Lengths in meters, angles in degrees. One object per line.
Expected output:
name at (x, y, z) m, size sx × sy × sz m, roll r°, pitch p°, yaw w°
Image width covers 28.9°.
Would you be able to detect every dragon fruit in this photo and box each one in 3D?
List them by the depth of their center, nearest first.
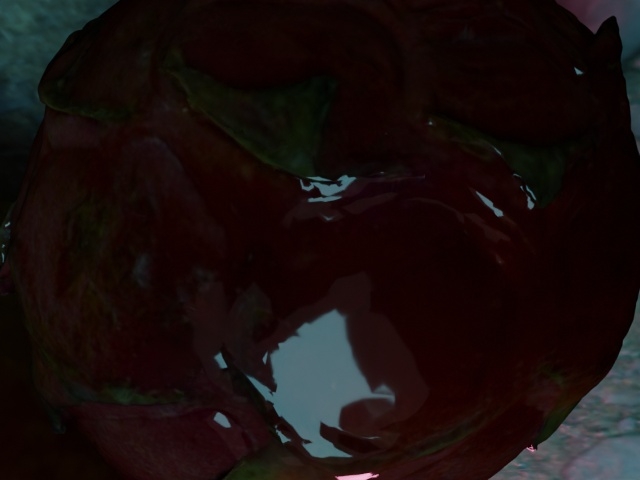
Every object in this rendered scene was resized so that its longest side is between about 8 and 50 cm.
dragon fruit at (0.001, -0.006, 0.469) m, size 0.252 × 0.241 × 0.241 m, roll -40°, pitch 124°, yaw 6°

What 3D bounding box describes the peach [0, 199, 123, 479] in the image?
peach at (-0.205, 0.160, 0.598) m, size 0.370 × 0.370 × 0.370 m, roll 7°, pitch 139°, yaw 6°
